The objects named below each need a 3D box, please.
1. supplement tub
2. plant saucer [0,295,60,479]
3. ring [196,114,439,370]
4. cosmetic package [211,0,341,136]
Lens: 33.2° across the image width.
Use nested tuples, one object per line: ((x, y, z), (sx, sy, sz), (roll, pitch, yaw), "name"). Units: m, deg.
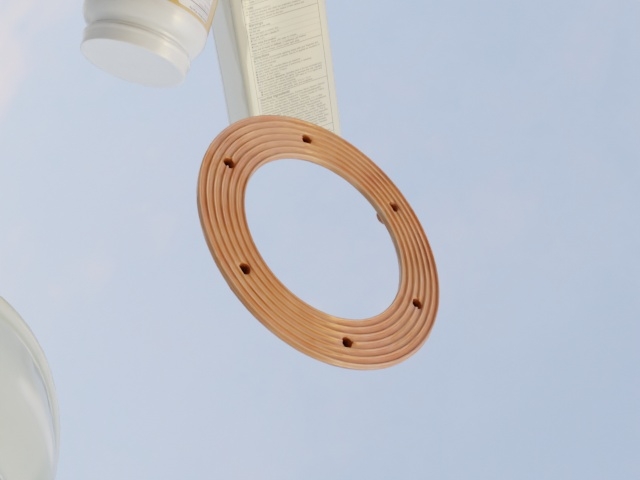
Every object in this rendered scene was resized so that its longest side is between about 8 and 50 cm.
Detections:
((-0.187, -0.290, 1.225), (0.144, 0.144, 0.200), (5, -106, 35), "supplement tub")
((-0.287, 0.207, 0.623), (0.100, 0.400, 0.400), (25, -90, 31), "plant saucer")
((0.000, 0.000, 1.235), (0.032, 0.336, 0.336), (-43, -125, 39), "ring")
((-0.074, -0.293, 1.684), (0.113, 0.160, 0.309), (41, -35, 52), "cosmetic package")
